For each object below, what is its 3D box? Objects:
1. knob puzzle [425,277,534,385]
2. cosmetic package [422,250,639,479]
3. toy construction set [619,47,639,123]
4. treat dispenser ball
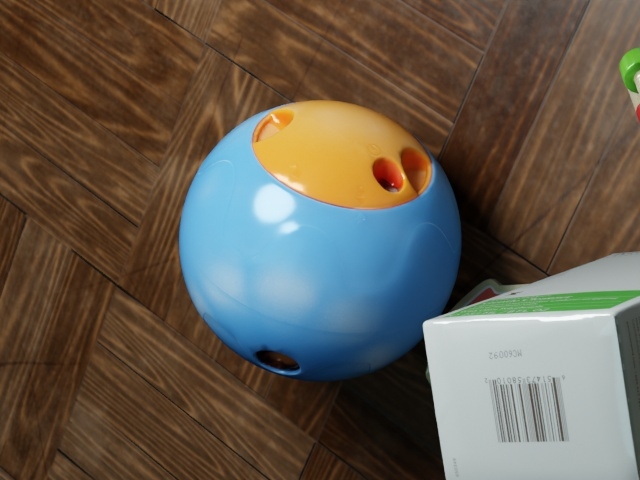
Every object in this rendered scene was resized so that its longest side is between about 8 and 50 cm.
[{"bbox_3d":[0.187,0.136,2.006,0.213,0.030,0.213,8,104,36],"label":"knob puzzle"},{"bbox_3d":[0.273,0.107,1.726,0.197,0.365,0.155,-6,97,35],"label":"cosmetic package"},{"bbox_3d":[0.391,-0.222,1.698,0.309,0.257,0.237,-36,32,20],"label":"toy construction set"},{"bbox_3d":[0.000,0.000,1.956,0.288,0.288,0.288,8,103,36],"label":"treat dispenser ball"}]
